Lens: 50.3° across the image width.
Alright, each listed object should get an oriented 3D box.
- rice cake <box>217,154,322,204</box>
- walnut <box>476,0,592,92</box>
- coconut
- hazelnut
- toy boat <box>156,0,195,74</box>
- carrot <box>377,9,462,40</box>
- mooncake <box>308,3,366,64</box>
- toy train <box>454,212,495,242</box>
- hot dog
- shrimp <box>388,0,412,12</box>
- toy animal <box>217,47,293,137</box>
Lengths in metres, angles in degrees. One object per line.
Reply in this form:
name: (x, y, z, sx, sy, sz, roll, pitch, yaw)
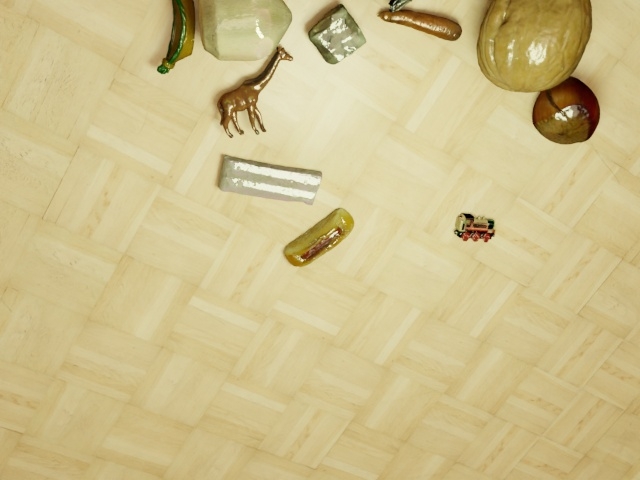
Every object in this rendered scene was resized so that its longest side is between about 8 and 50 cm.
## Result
rice cake: (-0.146, -0.173, 2.003, 0.298, 0.050, 0.106, 9, 114, -15)
walnut: (0.570, -0.559, 1.816, 0.333, 0.333, 0.332, -4, 116, -9)
coconut: (-0.190, -0.555, 1.721, 0.234, 0.224, 0.224, -2, 116, -15)
hazelnut: (0.727, -0.392, 2.009, 0.208, 0.208, 0.208, -4, 116, -9)
toy boat: (-0.374, -0.540, 1.760, 0.088, 0.089, 0.229, -4, 120, -25)
carrot: (0.277, -0.601, 1.880, 0.248, 0.059, 0.059, 10, 113, -13)
mooncake: (0.041, -0.554, 1.843, 0.130, 0.073, 0.125, -36, 113, 5)
toy train: (0.500, -0.041, 2.194, 0.138, 0.050, 0.086, 3, 111, -13)
hot dog: (0.000, 0.000, 2.104, 0.243, 0.073, 0.084, -35, 122, 7)
shrimp: (0.292, -0.707, 1.764, 0.289, 0.178, 0.075, -29, 85, 5)
toy animal: (-0.176, -0.406, 1.878, 0.225, 0.066, 0.229, -9, 112, -7)
